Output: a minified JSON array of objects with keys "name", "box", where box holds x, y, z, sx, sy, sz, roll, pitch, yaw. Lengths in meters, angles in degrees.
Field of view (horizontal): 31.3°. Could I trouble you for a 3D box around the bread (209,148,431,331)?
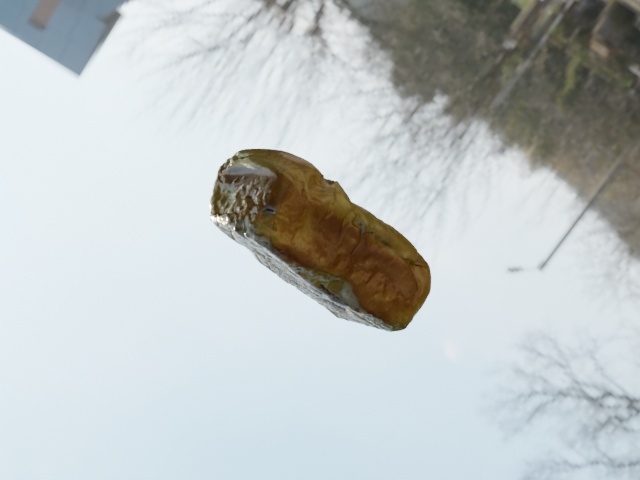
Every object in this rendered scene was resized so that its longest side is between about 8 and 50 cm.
[{"name":"bread","box":[0.000,0.000,1.425,0.294,0.132,0.167,39,174,-36]}]
